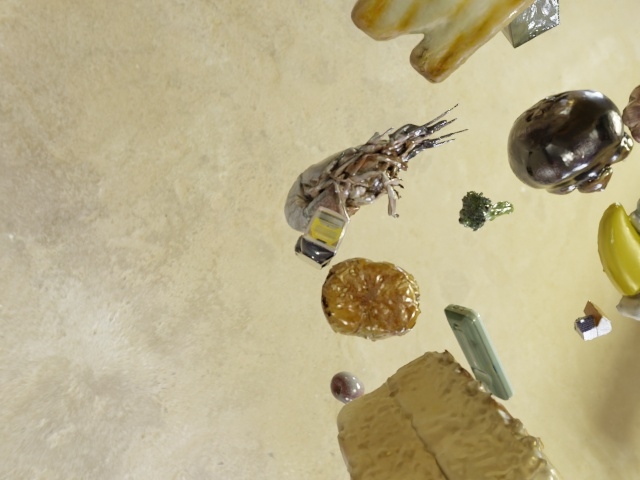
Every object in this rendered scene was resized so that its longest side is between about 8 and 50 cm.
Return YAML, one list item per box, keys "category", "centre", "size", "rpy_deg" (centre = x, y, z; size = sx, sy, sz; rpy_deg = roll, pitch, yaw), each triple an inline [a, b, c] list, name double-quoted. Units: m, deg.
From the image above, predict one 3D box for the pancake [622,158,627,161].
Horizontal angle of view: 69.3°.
- category: "pancake"
  centre: [0.792, -0.326, 1.380]
  size: [0.282, 0.049, 0.282]
  rpy_deg: [28, 25, -14]

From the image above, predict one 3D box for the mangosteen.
- category: "mangosteen"
  centre: [0.622, -0.234, 1.168]
  size: [0.287, 0.288, 0.233]
  rpy_deg: [2, 39, -26]

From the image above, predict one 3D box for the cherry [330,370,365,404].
- category: "cherry"
  centre: [0.121, 0.550, 1.670]
  size: [0.115, 0.188, 0.148]
  rpy_deg: [-47, 129, -18]

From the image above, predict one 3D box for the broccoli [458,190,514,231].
- category: "broccoli"
  centre: [0.728, -0.133, 1.989]
  size: [0.304, 0.145, 0.165]
  rpy_deg: [-7, 104, -35]

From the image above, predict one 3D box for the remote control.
- category: "remote control"
  centre: [0.477, 0.343, 1.406]
  size: [0.065, 0.128, 0.335]
  rpy_deg: [-36, 109, -21]

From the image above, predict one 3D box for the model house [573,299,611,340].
- category: "model house"
  centre: [0.895, 0.263, 1.543]
  size: [0.100, 0.100, 0.088]
  rpy_deg: [53, 15, -35]

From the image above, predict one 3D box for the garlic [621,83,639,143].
- category: "garlic"
  centre: [0.721, -0.264, 0.966]
  size: [0.159, 0.102, 0.147]
  rpy_deg: [38, 102, -2]

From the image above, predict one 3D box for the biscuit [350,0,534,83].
- category: "biscuit"
  centre: [0.217, -0.420, 0.786]
  size: [0.236, 0.290, 0.062]
  rpy_deg: [27, 54, -19]

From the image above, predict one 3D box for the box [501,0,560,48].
- category: "box"
  centre: [0.586, -0.719, 1.350]
  size: [0.231, 0.155, 0.149]
  rpy_deg: [44, 25, -53]

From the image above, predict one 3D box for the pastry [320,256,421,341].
- category: "pastry"
  centre: [0.152, 0.183, 1.446]
  size: [0.310, 0.162, 0.255]
  rpy_deg: [15, 88, -1]

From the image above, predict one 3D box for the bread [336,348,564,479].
- category: "bread"
  centre: [0.212, 0.429, 0.731]
  size: [0.279, 0.371, 0.390]
  rpy_deg: [-24, 106, -6]

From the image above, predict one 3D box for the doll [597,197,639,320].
- category: "doll"
  centre: [0.478, 0.002, 0.588]
  size: [0.237, 0.111, 0.252]
  rpy_deg: [35, 103, 7]

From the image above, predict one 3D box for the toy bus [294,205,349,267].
- category: "toy bus"
  centre: [0.000, 0.000, 0.662]
  size: [0.057, 0.172, 0.072]
  rpy_deg: [26, 83, -1]

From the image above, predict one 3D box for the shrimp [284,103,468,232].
- category: "shrimp"
  centre: [0.079, -0.109, 0.756]
  size: [0.116, 0.343, 0.145]
  rpy_deg: [50, 28, -28]
